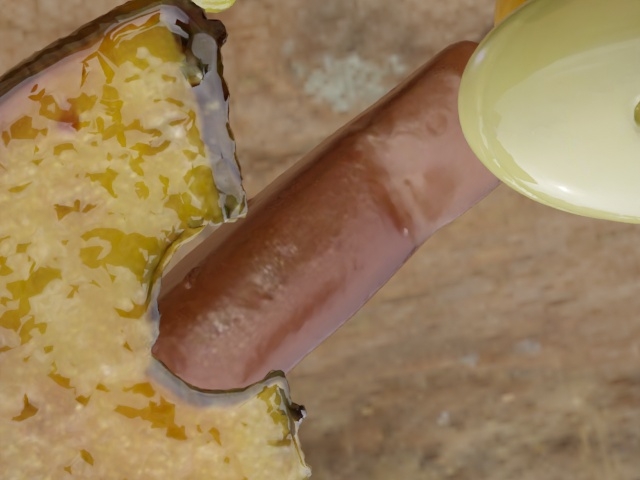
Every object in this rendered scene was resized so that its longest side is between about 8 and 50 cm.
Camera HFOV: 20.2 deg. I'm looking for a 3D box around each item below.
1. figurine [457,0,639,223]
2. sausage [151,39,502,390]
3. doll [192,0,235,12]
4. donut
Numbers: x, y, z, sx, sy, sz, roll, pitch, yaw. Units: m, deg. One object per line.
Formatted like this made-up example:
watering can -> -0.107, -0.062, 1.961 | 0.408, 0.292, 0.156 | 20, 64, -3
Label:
figurine -> 0.170, -0.091, 0.720 | 0.325, 0.124, 0.222 | -21, -157, -36
sausage -> 0.000, -0.001, 1.117 | 0.348, 0.097, 0.094 | -42, -159, -19
doll -> 0.004, -0.233, 0.732 | 0.296, 0.141, 0.117 | -48, 142, 10
donut -> -0.098, 0.039, 0.702 | 0.152, 0.259, 0.101 | -13, -175, -28
